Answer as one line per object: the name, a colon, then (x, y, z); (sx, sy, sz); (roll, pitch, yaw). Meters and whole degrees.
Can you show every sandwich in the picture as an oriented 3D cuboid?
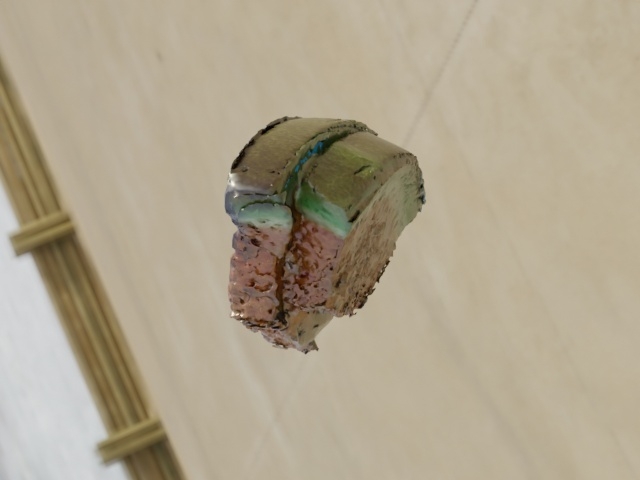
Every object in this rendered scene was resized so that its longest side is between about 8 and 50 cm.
sandwich: (0.005, -0.008, 0.958); (0.235, 0.079, 0.159); (43, -119, -71)
